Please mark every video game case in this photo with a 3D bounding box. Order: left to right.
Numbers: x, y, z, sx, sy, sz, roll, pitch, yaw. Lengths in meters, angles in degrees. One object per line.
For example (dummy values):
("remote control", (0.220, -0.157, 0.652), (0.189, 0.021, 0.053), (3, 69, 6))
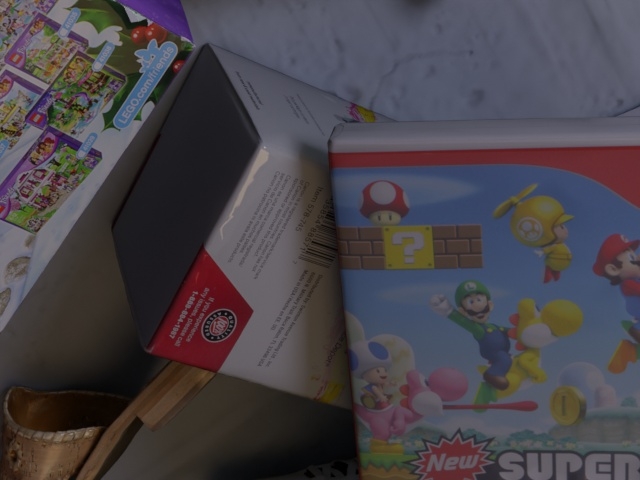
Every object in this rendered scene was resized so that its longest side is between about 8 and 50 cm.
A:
("video game case", (0.116, 0.077, 0.626), (0.204, 0.025, 0.285), (0, 117, 11))

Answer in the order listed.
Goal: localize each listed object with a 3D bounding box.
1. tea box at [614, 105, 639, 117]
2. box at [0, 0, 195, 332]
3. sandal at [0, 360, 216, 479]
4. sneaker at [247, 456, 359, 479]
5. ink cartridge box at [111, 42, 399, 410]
("tea box", (0.381, 0.032, 0.791), (0.329, 0.220, 0.324), (-25, 125, -2))
("box", (-0.214, -0.020, 0.517), (0.201, 0.057, 0.293), (28, 109, -27))
("sandal", (-0.146, 0.106, 0.759), (0.079, 0.088, 0.240), (45, 111, -1))
("sneaker", (0.043, 0.164, 0.856), (0.237, 0.085, 0.086), (0, 94, -15))
("ink cartridge box", (0.000, 0.000, 0.695), (0.176, 0.127, 0.128), (20, 112, -27))
